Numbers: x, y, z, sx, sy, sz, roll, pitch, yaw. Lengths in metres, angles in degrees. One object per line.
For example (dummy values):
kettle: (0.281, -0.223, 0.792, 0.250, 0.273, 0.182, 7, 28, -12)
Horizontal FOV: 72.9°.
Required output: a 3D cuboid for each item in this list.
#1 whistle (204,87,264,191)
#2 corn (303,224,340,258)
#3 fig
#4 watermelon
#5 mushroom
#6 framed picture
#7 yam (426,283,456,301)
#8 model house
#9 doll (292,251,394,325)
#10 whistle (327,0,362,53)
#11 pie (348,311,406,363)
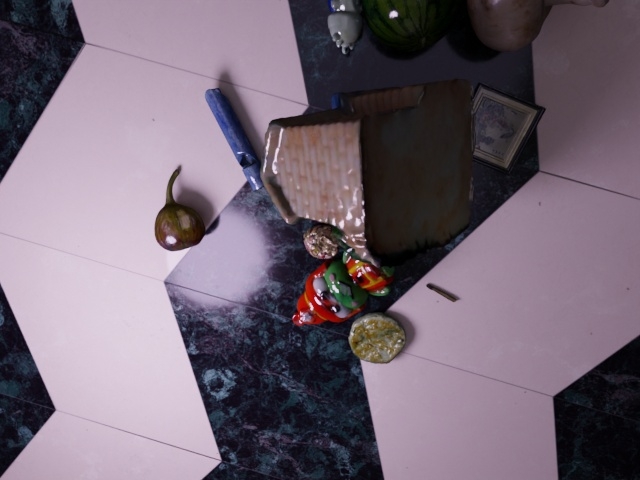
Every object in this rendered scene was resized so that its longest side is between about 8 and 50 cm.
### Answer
whistle: (-0.238, -0.288, 1.241, 0.062, 0.062, 0.304, -23, 104, 13)
corn: (0.000, 0.000, 1.199, 0.092, 0.280, 0.092, 0, 93, -5)
fig: (-0.432, -0.092, 1.297, 0.149, 0.149, 0.245, -9, 94, 9)
watermelon: (0.215, -0.571, 1.007, 0.242, 0.242, 0.242, 2, 108, 6)
mushroom: (0.476, -0.561, 0.937, 0.290, 0.297, 0.298, 21, 111, 26)
framed picture: (0.475, -0.300, 1.179, 0.195, 0.010, 0.199, 22, 109, -1)
yam: (0.373, 0.163, 1.335, 0.107, 0.014, 0.014, 29, 108, -3)
model house: (0.101, -0.172, 1.074, 0.400, 0.445, 0.395, 16, 121, 43)
doll: (0.051, 0.147, 1.293, 0.363, 0.160, 0.183, -39, 99, 19)
whistle: (0.062, -0.601, 1.088, 0.092, 0.110, 0.244, 15, 115, 39)
pie: (0.181, 0.314, 1.392, 0.186, 0.041, 0.187, 2, 108, 6)
